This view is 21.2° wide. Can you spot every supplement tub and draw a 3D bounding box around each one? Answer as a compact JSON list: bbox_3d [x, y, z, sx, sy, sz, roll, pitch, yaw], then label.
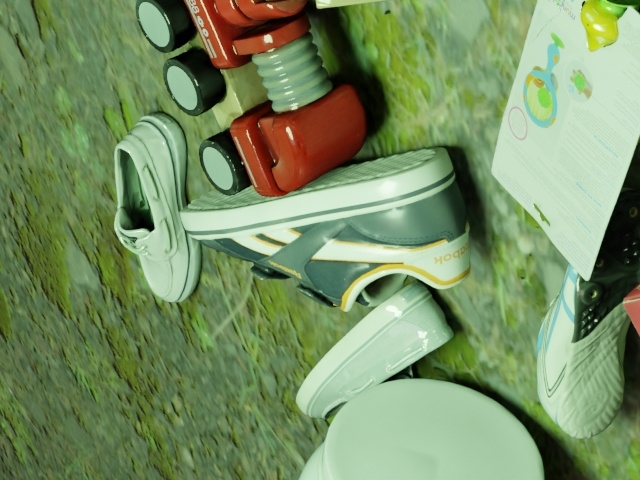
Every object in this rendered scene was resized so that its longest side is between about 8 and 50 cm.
[{"bbox_3d":[0.080,0.312,1.621,0.235,0.235,0.325,34,137,24],"label":"supplement tub"}]

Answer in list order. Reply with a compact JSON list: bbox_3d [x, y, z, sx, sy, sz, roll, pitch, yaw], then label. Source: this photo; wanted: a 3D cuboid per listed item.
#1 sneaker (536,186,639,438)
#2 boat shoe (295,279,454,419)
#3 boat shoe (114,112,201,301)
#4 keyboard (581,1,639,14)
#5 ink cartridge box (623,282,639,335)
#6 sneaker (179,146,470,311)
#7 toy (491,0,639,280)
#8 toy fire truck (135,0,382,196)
[{"bbox_3d":[0.221,0.055,1.421,0.086,0.085,0.237,51,142,48],"label":"sneaker"},{"bbox_3d":[0.052,0.126,1.641,0.081,0.079,0.227,52,138,11],"label":"boat shoe"},{"bbox_3d":[-0.181,-0.023,1.773,0.083,0.076,0.226,21,131,35],"label":"boat shoe"},{"bbox_3d":[0.290,-0.170,1.172,0.317,0.033,0.202,28,143,46],"label":"keyboard"},{"bbox_3d":[0.330,0.027,1.245,0.175,0.127,0.072,-18,105,50],"label":"ink cartridge box"},{"bbox_3d":[0.000,0.000,1.566,0.321,0.126,0.127,-4,111,47],"label":"sneaker"},{"bbox_3d":[0.207,-0.101,1.300,0.137,0.056,0.237,53,151,35],"label":"toy"},{"bbox_3d":[-0.009,-0.161,1.465,0.246,0.158,0.217,1,118,57],"label":"toy fire truck"}]
